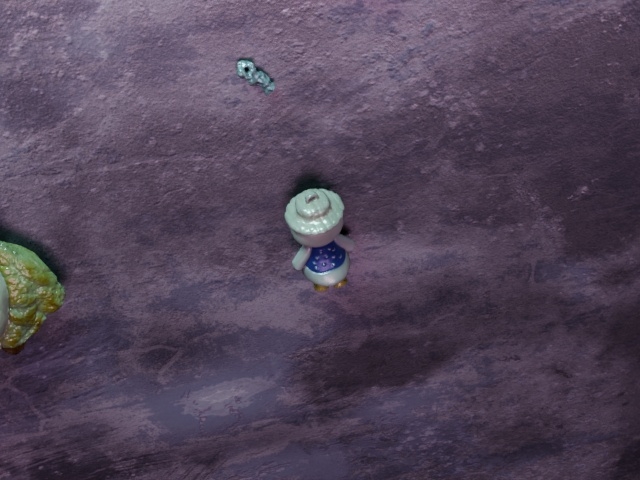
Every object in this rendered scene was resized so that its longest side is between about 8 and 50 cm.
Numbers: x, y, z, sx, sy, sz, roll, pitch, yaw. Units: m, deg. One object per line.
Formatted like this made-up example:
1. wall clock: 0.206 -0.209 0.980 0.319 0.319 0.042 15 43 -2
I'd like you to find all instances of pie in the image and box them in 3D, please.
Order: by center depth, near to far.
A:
1. pie: -0.663 0.108 2.144 0.257 0.105 0.274 34 120 -24

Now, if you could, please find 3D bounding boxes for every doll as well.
1. doll: 0.000 0.000 2.156 0.138 0.119 0.293 -18 140 -4

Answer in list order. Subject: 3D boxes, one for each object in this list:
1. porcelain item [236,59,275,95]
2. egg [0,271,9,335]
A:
1. porcelain item: -0.118 -0.293 1.902 0.036 0.028 0.083 -46 125 10
2. egg: -0.772 0.146 2.031 0.337 0.201 0.337 4 123 6
